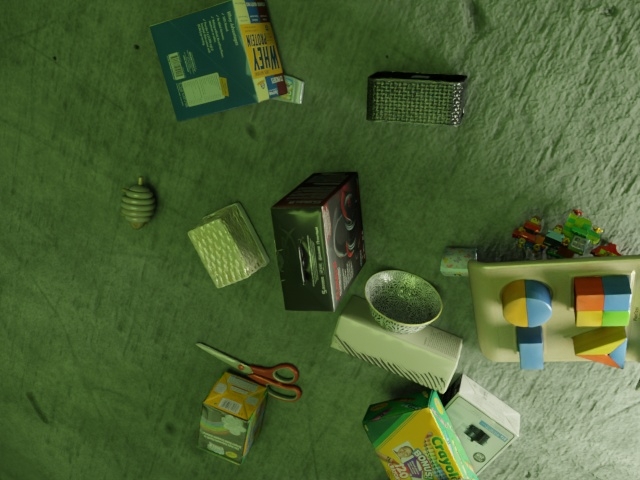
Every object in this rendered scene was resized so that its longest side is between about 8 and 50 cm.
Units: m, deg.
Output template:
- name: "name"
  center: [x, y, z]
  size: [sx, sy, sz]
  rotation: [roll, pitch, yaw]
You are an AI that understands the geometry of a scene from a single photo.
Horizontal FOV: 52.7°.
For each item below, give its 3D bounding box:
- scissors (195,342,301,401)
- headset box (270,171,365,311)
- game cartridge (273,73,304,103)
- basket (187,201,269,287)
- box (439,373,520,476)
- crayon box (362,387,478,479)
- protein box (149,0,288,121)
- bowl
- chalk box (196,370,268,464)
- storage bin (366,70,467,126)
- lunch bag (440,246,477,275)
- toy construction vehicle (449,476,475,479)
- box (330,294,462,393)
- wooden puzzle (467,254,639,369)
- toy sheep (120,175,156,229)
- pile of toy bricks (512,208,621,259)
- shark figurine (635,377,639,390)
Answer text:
- name: "scissors"
  center: [-0.189, 0.341, 1.664]
  size: [0.297, 0.021, 0.109]
  rotation: [11, 115, 13]
- name: "headset box"
  center: [0.000, 0.000, 1.320]
  size: [0.110, 0.293, 0.218]
  rotation: [0, 109, 19]
- name: "game cartridge"
  center: [-0.077, -0.325, 1.376]
  size: [0.083, 0.017, 0.056]
  rotation: [12, 110, 13]
- name: "basket"
  center: [-0.214, 0.015, 1.502]
  size: [0.113, 0.103, 0.167]
  rotation: [-22, 103, 25]
- name: "box"
  center: [0.310, 0.473, 1.513]
  size: [0.169, 0.087, 0.290]
  rotation: [36, 117, 3]
- name: "crayon box"
  center: [0.230, 0.483, 1.448]
  size: [0.165, 0.081, 0.278]
  rotation: [-22, 101, 24]
- name: "protein box"
  center: [-0.205, -0.368, 1.324]
  size: [0.201, 0.136, 0.200]
  rotation: [-7, 106, 25]
- name: "bowl"
  center: [0.170, 0.149, 1.401]
  size: [0.170, 0.170, 0.080]
  rotation: [21, 127, 10]
- name: "chalk box"
  center: [-0.228, 0.472, 1.662]
  size: [0.132, 0.132, 0.213]
  rotation: [19, 123, 10]
- name: "storage bin"
  center: [0.186, -0.276, 1.247]
  size: [0.180, 0.122, 0.084]
  rotation: [6, 112, 16]
- name: "lunch bag"
  center: [0.291, 0.049, 1.359]
  size: [0.071, 0.083, 0.053]
  rotation: [1, 110, 17]
- name: "toy construction vehicle"
  center: [0.276, 0.536, 1.360]
  size: [0.098, 0.086, 0.035]
  rotation: [-18, 97, 23]
- name: "box"
  center: [0.172, 0.230, 1.454]
  size: [0.275, 0.113, 0.094]
  rotation: [21, 116, 11]
- name: "wooden puzzle"
  center: [0.477, 0.162, 1.275]
  size: [0.348, 0.080, 0.322]
  rotation: [0, 137, 20]
- name: "toy sheep"
  center: [-0.438, -0.089, 1.549]
  size: [0.091, 0.091, 0.132]
  rotation: [9, 107, 15]
- name: "pile of toy bricks"
  center: [0.496, -0.009, 1.271]
  size: [0.212, 0.118, 0.105]
  rotation: [25, 81, 18]
- name: "shark figurine"
  center: [0.703, 0.186, 1.198]
  size: [0.166, 0.116, 0.278]
  rotation: [-20, 134, -15]
